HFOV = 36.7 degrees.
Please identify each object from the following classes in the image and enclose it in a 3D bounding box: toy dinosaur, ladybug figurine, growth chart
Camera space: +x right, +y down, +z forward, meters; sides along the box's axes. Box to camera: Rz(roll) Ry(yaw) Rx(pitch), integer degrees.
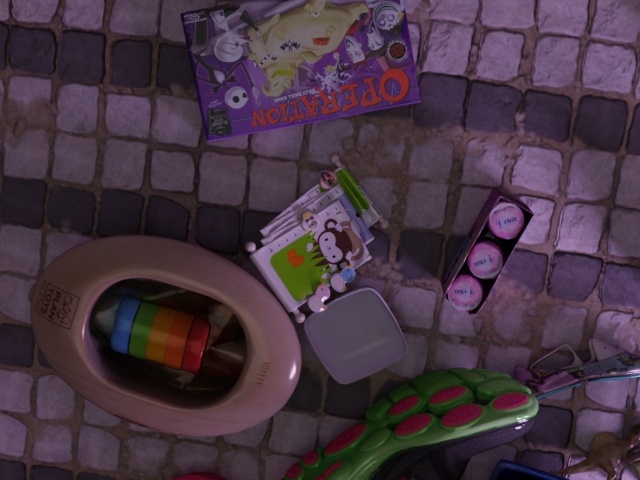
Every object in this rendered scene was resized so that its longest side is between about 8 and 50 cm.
[{"bbox_3d":[0.469,0.364,1.576,0.183,0.053,0.093,-29,80,2],"label":"toy dinosaur"},{"bbox_3d":[-0.244,0.141,1.543,0.449,0.162,0.305,20,100,2],"label":"ladybug figurine"},{"bbox_3d":[0.000,0.000,1.519,0.172,0.021,0.237,47,72,-6],"label":"growth chart"}]

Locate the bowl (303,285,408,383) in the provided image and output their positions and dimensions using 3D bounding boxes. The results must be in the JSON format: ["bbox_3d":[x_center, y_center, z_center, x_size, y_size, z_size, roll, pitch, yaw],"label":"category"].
[{"bbox_3d":[0.056,0.147,1.563,0.142,0.053,0.142,-28,105,10],"label":"bowl"}]

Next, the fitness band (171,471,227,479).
[{"bbox_3d":[-0.181,0.532,1.616,0.209,0.054,0.291,-41,70,17],"label":"fitness band"}]

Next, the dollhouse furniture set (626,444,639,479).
[{"bbox_3d":[0.581,0.381,1.464,0.160,0.101,0.182,-27,79,15],"label":"dollhouse furniture set"}]

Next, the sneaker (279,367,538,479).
[{"bbox_3d":[0.143,0.372,1.560,0.482,0.185,0.202,-33,112,14],"label":"sneaker"}]

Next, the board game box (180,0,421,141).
[{"bbox_3d":[-0.030,-0.287,1.508,0.346,0.056,0.208,-10,103,7],"label":"board game box"}]

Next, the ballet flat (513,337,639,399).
[{"bbox_3d":[0.416,0.200,1.539,0.221,0.077,0.079,-15,79,8],"label":"ballet flat"}]

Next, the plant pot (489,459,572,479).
[{"bbox_3d":[0.342,0.495,1.505,0.235,0.212,0.236,16,116,3],"label":"plant pot"}]

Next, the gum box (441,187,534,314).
[{"bbox_3d":[0.254,0.019,1.499,0.062,0.107,0.188,28,102,0],"label":"gum box"}]
